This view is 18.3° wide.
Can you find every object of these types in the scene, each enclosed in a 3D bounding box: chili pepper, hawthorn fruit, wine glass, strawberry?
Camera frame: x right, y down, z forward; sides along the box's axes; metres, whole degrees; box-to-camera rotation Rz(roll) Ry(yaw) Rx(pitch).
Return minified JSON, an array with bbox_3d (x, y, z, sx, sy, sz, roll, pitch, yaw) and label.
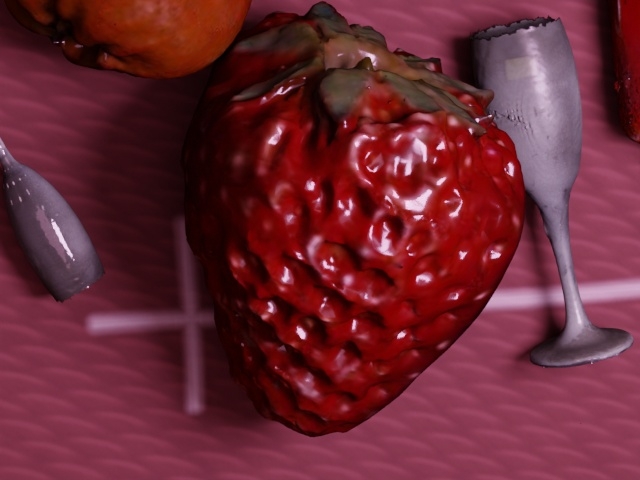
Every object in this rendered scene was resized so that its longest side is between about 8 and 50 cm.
[{"bbox_3d":[0.308,-0.198,1.791,0.110,0.110,0.387,-13,100,-9],"label":"chili pepper"},{"bbox_3d":[-0.139,-0.259,1.644,0.224,0.224,0.261,42,76,-15],"label":"hawthorn fruit"},{"bbox_3d":[0.211,-0.030,1.716,0.096,0.264,0.309,-13,101,-1],"label":"wine glass"},{"bbox_3d":[0.000,0.000,1.677,0.295,0.317,0.345,-3,123,-49],"label":"strawberry"},{"bbox_3d":[-0.255,-0.040,1.722,0.066,0.066,0.198,-30,103,-6],"label":"wine glass"}]
